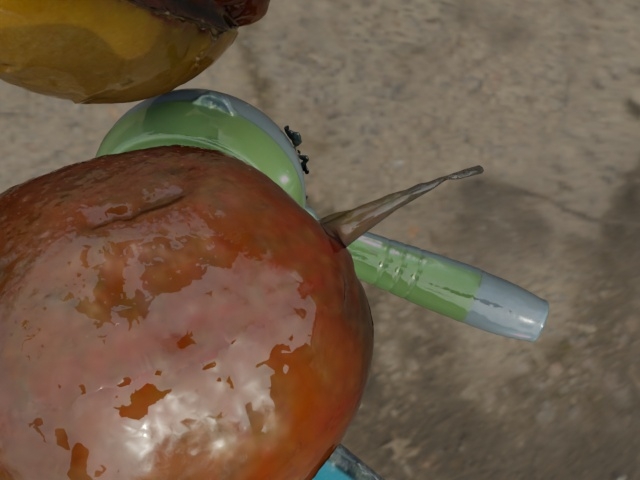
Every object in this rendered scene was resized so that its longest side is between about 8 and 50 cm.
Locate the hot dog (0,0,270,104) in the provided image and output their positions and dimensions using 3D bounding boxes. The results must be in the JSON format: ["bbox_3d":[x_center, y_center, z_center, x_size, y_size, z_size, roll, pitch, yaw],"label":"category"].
[{"bbox_3d":[-0.112,-0.127,0.665,0.107,0.326,0.194,5,106,29],"label":"hot dog"}]

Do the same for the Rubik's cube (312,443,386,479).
[{"bbox_3d":[-0.016,0.202,0.824,0.229,0.233,0.228,-22,91,26],"label":"Rubik's cube"}]

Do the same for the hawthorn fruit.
[{"bbox_3d":[-0.051,0.026,0.517,0.149,0.149,0.189,47,112,14],"label":"hawthorn fruit"}]

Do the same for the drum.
[{"bbox_3d":[0.001,-0.017,0.822,0.253,0.049,0.130,8,128,7],"label":"drum"}]
